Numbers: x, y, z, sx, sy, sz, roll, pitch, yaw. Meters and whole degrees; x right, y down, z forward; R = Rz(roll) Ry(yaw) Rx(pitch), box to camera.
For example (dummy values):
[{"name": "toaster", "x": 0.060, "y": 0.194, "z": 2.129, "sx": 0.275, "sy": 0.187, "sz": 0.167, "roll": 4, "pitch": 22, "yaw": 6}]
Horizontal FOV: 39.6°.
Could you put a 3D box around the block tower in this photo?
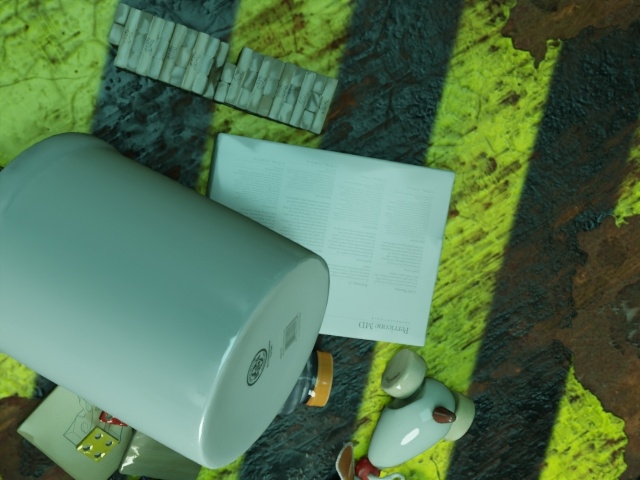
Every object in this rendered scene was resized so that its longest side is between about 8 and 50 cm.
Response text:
[{"name": "block tower", "x": -0.150, "y": -0.254, "z": 1.346, "sx": 0.335, "sy": 0.097, "sz": 0.091, "roll": 18, "pitch": 94, "yaw": -10}]

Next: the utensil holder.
[{"name": "utensil holder", "x": -0.227, "y": 0.078, "z": 1.180, "sx": 0.385, "sy": 0.327, "sz": 0.328, "roll": 26, "pitch": 93, "yaw": 19}]

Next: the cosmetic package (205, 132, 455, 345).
[{"name": "cosmetic package", "x": 0.000, "y": 0.000, "z": 1.404, "sx": 0.377, "sy": 0.097, "sz": 0.284, "roll": 9, "pitch": 94, "yaw": -11}]

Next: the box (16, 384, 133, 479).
[{"name": "box", "x": -0.354, "y": 0.278, "z": 1.417, "sx": 0.164, "sy": 0.021, "sz": 0.201, "roll": 44, "pitch": 89, "yaw": -13}]

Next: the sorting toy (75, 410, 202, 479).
[{"name": "sorting toy", "x": -0.247, "y": 0.308, "z": 1.408, "sx": 0.274, "sy": 0.046, "sz": 0.132, "roll": 17, "pitch": 104, "yaw": -31}]

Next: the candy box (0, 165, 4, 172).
[{"name": "candy box", "x": -0.564, "y": 0.021, "z": 1.293, "sx": 0.268, "sy": 0.122, "sz": 0.317, "roll": 27, "pitch": 94, "yaw": -12}]

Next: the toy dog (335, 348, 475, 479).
[{"name": "toy dog", "x": 0.129, "y": 0.350, "z": 1.441, "sx": 0.220, "sy": 0.161, "sz": 0.334, "roll": 15, "pitch": 95, "yaw": -11}]

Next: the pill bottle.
[{"name": "pill bottle", "x": -0.106, "y": 0.203, "z": 1.396, "sx": 0.245, "sy": 0.130, "sz": 0.130, "roll": 9, "pitch": 96, "yaw": -12}]

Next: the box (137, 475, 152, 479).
[{"name": "box", "x": -0.212, "y": 0.482, "z": 1.378, "sx": 0.207, "sy": 0.153, "sz": 0.108, "roll": 37, "pitch": 90, "yaw": -31}]
